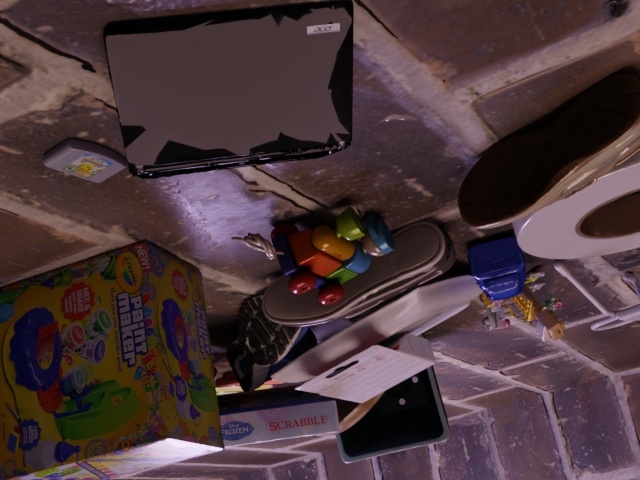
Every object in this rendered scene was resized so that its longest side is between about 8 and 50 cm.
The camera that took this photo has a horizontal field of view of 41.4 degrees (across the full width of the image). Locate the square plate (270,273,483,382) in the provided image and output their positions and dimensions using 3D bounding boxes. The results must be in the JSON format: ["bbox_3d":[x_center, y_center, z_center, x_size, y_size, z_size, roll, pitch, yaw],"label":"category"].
[{"bbox_3d":[0.127,0.167,1.573,0.344,0.049,0.347,-34,165,28],"label":"square plate"}]

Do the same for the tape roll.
[{"bbox_3d":[0.480,-0.076,1.282,0.392,0.071,0.392,-9,159,-4],"label":"tape roll"}]

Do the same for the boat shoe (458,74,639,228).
[{"bbox_3d":[0.310,-0.099,1.098,0.098,0.109,0.302,10,145,-40],"label":"boat shoe"}]

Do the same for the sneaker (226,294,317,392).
[{"bbox_3d":[-0.075,0.175,1.605,0.147,0.129,0.330,-21,163,-28],"label":"sneaker"}]

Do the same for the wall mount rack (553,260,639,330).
[{"bbox_3d":[0.645,0.070,1.664,0.304,0.130,0.350,5,154,-43],"label":"wall mount rack"}]

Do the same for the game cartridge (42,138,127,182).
[{"bbox_3d":[-0.264,-0.090,0.961,0.056,0.017,0.083,-28,153,29],"label":"game cartridge"}]

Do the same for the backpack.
[{"bbox_3d":[0.311,0.055,1.488,0.098,0.101,0.120,-9,163,13],"label":"backpack"}]

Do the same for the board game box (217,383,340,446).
[{"bbox_3d":[-0.141,0.347,1.688,0.319,0.065,0.318,-6,177,-8],"label":"board game box"}]

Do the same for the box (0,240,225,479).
[{"bbox_3d":[-0.320,0.193,1.265,0.279,0.289,0.177,-18,157,15],"label":"box"}]

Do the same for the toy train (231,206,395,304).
[{"bbox_3d":[0.000,0.000,1.211,0.143,0.105,0.248,-31,153,18],"label":"toy train"}]

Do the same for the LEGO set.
[{"bbox_3d":[0.405,0.112,1.629,0.107,0.132,0.287,-11,-179,-15],"label":"LEGO set"}]

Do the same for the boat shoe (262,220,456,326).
[{"bbox_3d":[0.067,0.071,1.393,0.335,0.112,0.095,-23,151,19],"label":"boat shoe"}]

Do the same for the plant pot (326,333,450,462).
[{"bbox_3d":[0.163,0.346,1.971,0.247,0.247,0.252,-16,174,13],"label":"plant pot"}]

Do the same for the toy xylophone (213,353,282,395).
[{"bbox_3d":[-0.153,0.307,1.913,0.236,0.081,0.323,2,155,-30],"label":"toy xylophone"}]

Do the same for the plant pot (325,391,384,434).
[{"bbox_3d":[0.083,0.314,1.749,0.236,0.032,0.236,-46,-175,5],"label":"plant pot"}]

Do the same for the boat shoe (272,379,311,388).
[{"bbox_3d":[-0.037,0.391,2.174,0.226,0.083,0.076,-25,153,30],"label":"boat shoe"}]

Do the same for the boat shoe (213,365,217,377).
[{"bbox_3d":[-0.276,0.233,1.642,0.130,0.132,0.355,-15,169,-17],"label":"boat shoe"}]

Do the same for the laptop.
[{"bbox_3d":[-0.093,-0.148,0.904,0.235,0.136,0.264,-7,-176,-8],"label":"laptop"}]

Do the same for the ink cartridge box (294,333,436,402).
[{"bbox_3d":[0.079,0.222,1.518,0.181,0.056,0.225,-33,147,23],"label":"ink cartridge box"}]
